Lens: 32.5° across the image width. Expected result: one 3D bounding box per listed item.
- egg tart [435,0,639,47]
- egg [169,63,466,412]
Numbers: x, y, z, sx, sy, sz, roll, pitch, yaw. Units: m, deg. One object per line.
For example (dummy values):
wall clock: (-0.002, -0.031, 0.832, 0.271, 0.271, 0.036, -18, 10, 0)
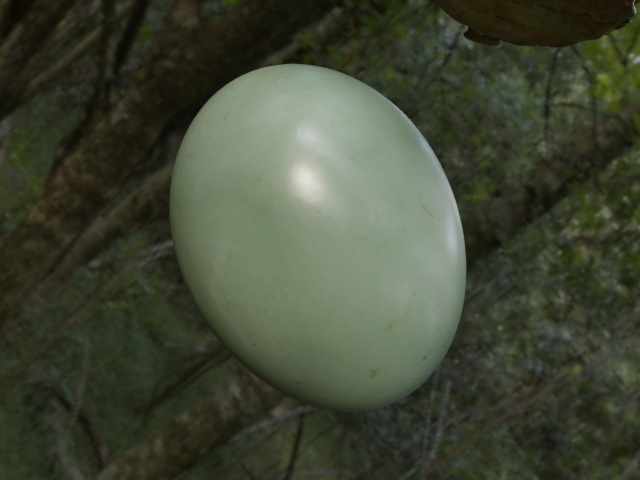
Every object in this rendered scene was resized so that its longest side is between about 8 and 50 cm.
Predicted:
egg tart: (0.131, -0.192, 0.677, 0.241, 0.241, 0.105, 36, 60, -56)
egg: (0.000, 0.000, 0.586, 0.149, 0.149, 0.192, -84, 149, -76)
